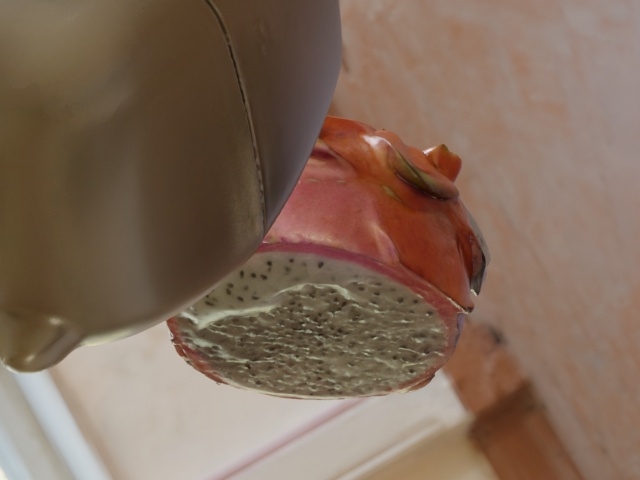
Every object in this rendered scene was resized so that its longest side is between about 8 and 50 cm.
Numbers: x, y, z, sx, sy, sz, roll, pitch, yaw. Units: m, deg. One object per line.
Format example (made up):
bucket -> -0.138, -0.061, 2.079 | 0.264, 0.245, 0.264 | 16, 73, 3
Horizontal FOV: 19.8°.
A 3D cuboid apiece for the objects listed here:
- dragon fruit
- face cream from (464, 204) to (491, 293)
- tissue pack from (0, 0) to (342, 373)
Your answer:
dragon fruit -> 0.000, 0.000, 1.583 | 0.290, 0.290, 0.189 | 96, 177, -60
face cream -> 0.132, 0.009, 1.949 | 0.091, 0.091, 0.095 | 26, 137, 61
tissue pack -> -0.203, -0.110, 1.002 | 0.387, 0.277, 0.267 | 19, 142, 19
